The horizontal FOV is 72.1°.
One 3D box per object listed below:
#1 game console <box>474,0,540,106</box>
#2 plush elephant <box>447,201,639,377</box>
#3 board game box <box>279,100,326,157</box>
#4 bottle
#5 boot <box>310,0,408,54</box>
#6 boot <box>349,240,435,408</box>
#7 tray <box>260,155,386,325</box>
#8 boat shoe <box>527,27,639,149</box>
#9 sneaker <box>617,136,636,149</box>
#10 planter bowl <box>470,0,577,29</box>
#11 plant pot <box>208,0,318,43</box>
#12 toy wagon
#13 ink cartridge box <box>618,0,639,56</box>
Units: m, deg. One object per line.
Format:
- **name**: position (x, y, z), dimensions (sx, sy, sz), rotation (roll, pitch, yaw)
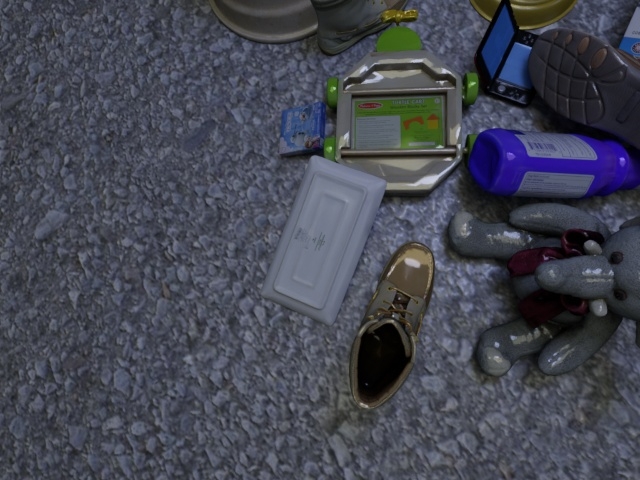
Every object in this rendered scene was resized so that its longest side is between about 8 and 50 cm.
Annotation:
- **game console**: position (0.348, -0.334, 0.779), dimensions (0.124, 0.085, 0.144), rotation (25, 82, 12)
- **plush elephant**: position (0.369, 0.055, 0.608), dimensions (0.330, 0.255, 0.271), rotation (-4, 78, 7)
- **board game box**: position (-0.034, -0.207, 0.822), dimensions (0.090, 0.020, 0.090), rotation (-4, 77, 31)
- **bottle**: position (0.387, -0.119, 0.699), dimensions (0.283, 0.092, 0.118), rotation (1, 35, -11)
- **boot**: position (0.078, -0.451, 0.799), dimensions (0.213, 0.165, 0.077), rotation (-34, 77, 1)
- **boot**: position (0.112, 0.111, 0.657), dimensions (0.095, 0.203, 0.262), rotation (24, 84, 11)
- **tray**: position (0.000, 0.000, 0.756), dimensions (0.145, 0.030, 0.270), rotation (22, 95, 12)
- **boat shoe**: position (0.477, -0.233, 0.701), dimensions (0.116, 0.123, 0.324), rotation (-14, 54, -35)
- **sneaker**: position (0.568, -0.225, 0.741), dimensions (0.162, 0.063, 0.073), rotation (-33, 73, 0)
- **planter bowl**: position (0.388, -0.512, 0.810), dimensions (0.217, 0.090, 0.217), rotation (-1, 78, 7)
- **plant pot**: position (-0.098, -0.593, 0.781), dimensions (0.334, 0.305, 0.333), rotation (-1, 78, 7)
- **toy wagon**: position (0.145, -0.251, 0.800), dimensions (0.267, 0.068, 0.344), rotation (1, 78, 7)
- **ink cartridge box**: position (0.581, -0.359, 0.691), dimensions (0.140, 0.082, 0.190), rotation (32, 120, 39)
